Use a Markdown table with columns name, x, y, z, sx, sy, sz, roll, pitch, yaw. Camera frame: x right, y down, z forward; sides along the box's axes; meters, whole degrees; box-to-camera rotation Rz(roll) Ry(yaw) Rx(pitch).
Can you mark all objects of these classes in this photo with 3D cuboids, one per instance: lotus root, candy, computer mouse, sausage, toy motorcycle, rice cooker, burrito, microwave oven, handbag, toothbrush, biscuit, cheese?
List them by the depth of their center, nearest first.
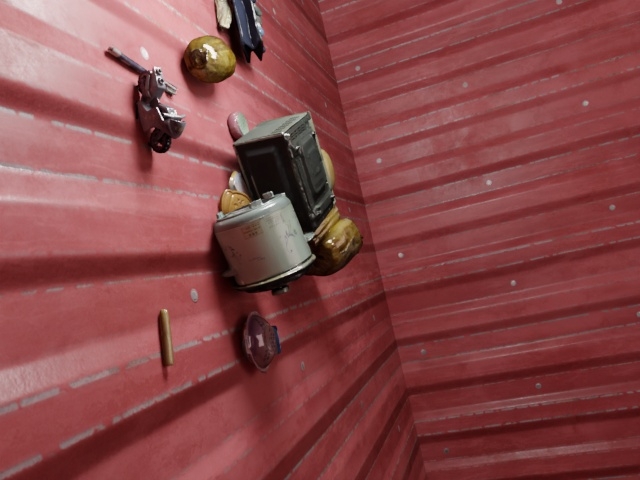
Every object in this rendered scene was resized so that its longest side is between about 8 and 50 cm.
| name | x | y | z | sx | sy | sz | roll | pitch | yaw |
| --- | --- | --- | --- | --- | --- | --- | --- | --- | --- |
| sausage | -0.355 | 0.223 | 1.290 | 0.024 | 0.024 | 0.133 | 25 | 54 | -69 |
| toy motorcycle | -0.403 | -0.331 | 1.403 | 0.080 | 0.122 | 0.216 | -9 | 86 | -58 |
| toothbrush | -0.461 | -0.442 | 1.475 | 0.288 | 0.024 | 0.026 | 20 | 72 | -72 |
| rice cooker | -0.163 | 0.021 | 1.667 | 0.264 | 0.316 | 0.317 | 1 | -72 | 66 |
| cheese | -0.175 | 0.309 | 1.727 | 0.286 | 0.074 | 0.189 | 24 | 54 | -74 |
| biscuit | -0.265 | -0.097 | 1.768 | 0.140 | 0.023 | 0.118 | 6 | 90 | -56 |
| lotus root | -0.344 | -0.578 | 1.787 | 0.145 | 0.128 | 0.260 | 62 | 18 | -13 |
| computer mouse | -0.259 | -0.133 | 1.848 | 0.102 | 0.044 | 0.199 | -79 | 153 | -50 |
| microwave oven | -0.101 | -0.223 | 1.911 | 0.286 | 0.218 | 0.355 | -56 | 134 | -57 |
| candy | -0.289 | -0.402 | 1.972 | 0.103 | 0.043 | 0.103 | -11 | 90 | -74 |
| burrito | -0.365 | -0.865 | 2.082 | 0.058 | 0.063 | 0.230 | 1 | 62 | -32 |
| handbag | -0.282 | -0.869 | 2.152 | 0.269 | 0.118 | 0.326 | -168 | -114 | -86 |
| lotus root | 0.000 | 0.000 | 2.178 | 0.250 | 0.316 | 0.316 | -54 | 129 | -54 |
| lotus root | -0.020 | -0.271 | 2.511 | 0.183 | 0.182 | 0.310 | -47 | 122 | -70 |
